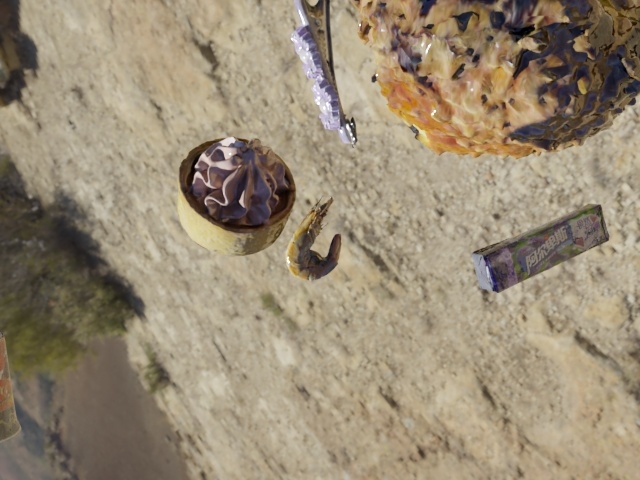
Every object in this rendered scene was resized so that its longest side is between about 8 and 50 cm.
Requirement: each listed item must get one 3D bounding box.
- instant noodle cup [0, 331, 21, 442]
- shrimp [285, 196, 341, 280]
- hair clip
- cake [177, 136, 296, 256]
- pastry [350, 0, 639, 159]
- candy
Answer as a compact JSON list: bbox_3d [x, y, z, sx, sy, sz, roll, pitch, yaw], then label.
[{"bbox_3d":[-0.467,0.195,1.056,0.127,0.127,0.136,9,100,52],"label":"instant noodle cup"},{"bbox_3d":[-0.001,0.000,1.442,0.095,0.045,0.163,32,98,18],"label":"shrimp"},{"bbox_3d":[0.009,-0.307,1.450,0.106,0.084,0.292,-162,55,-75],"label":"hair clip"},{"bbox_3d":[-0.136,-0.095,1.262,0.208,0.185,0.178,59,151,36],"label":"cake"},{"bbox_3d":[0.218,-0.281,1.046,0.337,0.293,0.405,31,166,-27],"label":"pastry"},{"bbox_3d":[0.463,0.014,1.643,0.061,0.312,0.088,19,129,68],"label":"candy"}]
